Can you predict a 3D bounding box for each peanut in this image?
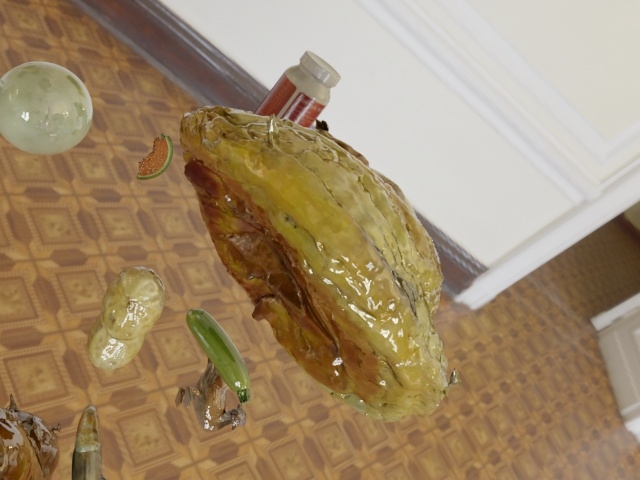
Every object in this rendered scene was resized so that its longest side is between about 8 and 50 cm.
[{"bbox_3d":[-0.318,0.128,1.109,0.103,0.229,0.098,-23,66,-43],"label":"peanut"}]

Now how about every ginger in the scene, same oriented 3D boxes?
[{"bbox_3d":[-0.512,0.338,1.056,0.176,0.418,0.254,-7,55,-9],"label":"ginger"}]

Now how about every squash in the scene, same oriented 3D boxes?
[{"bbox_3d":[-0.224,0.259,1.564,0.252,0.066,0.066,56,31,2],"label":"squash"}]

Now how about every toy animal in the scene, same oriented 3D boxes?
[{"bbox_3d":[-0.249,0.369,1.644,0.179,0.089,0.188,18,69,-30],"label":"toy animal"}]

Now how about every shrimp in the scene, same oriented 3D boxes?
[{"bbox_3d":[-0.362,0.372,1.071,0.051,0.150,0.217,1,54,-15],"label":"shrimp"}]

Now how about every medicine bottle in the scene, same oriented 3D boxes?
[{"bbox_3d":[-0.067,-0.324,1.637,0.131,0.250,0.131,34,21,-15],"label":"medicine bottle"}]

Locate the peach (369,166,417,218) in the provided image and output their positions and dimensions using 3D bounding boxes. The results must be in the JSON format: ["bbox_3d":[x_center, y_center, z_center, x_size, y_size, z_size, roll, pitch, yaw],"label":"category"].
[{"bbox_3d":[0.024,0.009,1.229,0.315,0.315,0.281,-4,55,-8],"label":"peach"}]

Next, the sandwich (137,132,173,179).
[{"bbox_3d":[-0.413,-0.203,1.714,0.067,0.029,0.135,33,78,-11],"label":"sandwich"}]

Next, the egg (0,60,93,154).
[{"bbox_3d":[-0.558,-0.265,1.368,0.186,0.186,0.253,44,7,-9],"label":"egg"}]

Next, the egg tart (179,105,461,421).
[{"bbox_3d":[0.000,0.000,0.654,0.352,0.153,0.339,38,-23,34],"label":"egg tart"}]
